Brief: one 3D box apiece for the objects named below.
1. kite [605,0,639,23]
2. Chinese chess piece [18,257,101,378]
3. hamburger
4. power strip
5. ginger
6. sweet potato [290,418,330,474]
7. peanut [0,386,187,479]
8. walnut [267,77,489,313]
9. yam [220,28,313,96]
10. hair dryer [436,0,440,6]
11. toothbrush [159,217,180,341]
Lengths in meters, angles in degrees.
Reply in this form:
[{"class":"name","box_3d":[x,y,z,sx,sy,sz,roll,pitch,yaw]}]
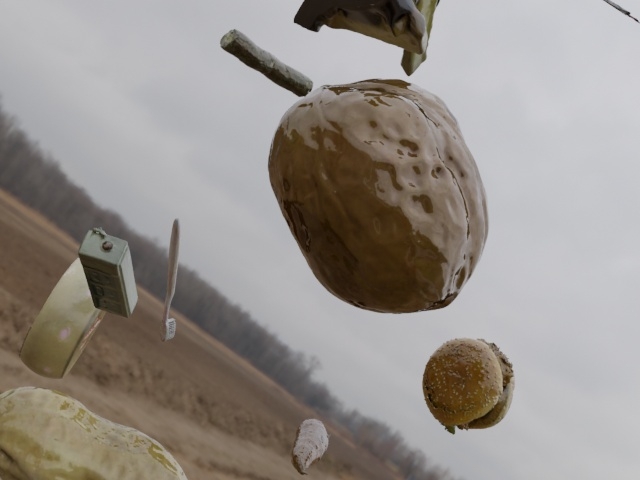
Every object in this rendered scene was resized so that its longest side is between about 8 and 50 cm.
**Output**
[{"class":"kite","box_3d":[0.664,-0.522,2.070,0.189,0.009,0.232,34,20,3]},{"class":"Chinese chess piece","box_3d":[-0.501,0.158,1.861,0.097,0.251,0.251,30,-7,-5]},{"class":"hamburger","box_3d":[0.298,0.283,1.844,0.118,0.190,0.182,27,45,-56]},{"class":"power strip","box_3d":[-0.368,0.064,1.620,0.078,0.052,0.272,18,-28,2]},{"class":"ginger","box_3d":[0.131,-0.551,1.885,0.211,0.414,0.358,10,-14,-40]},{"class":"sweet potato","box_3d":[-0.016,0.397,1.804,0.314,0.072,0.066,-70,142,-87]},{"class":"peanut","box_3d":[-0.300,0.293,1.198,0.313,0.149,0.149,26,-9,4]},{"class":"walnut","box_3d":[0.095,-0.068,1.453,0.354,0.308,0.398,-21,82,-54]},{"class":"yam","box_3d":[-0.123,-0.410,2.160,0.252,0.061,0.061,27,0,-39]},{"class":"hair dryer","box_3d":[0.190,-0.577,1.962,0.117,0.064,0.182,22,-37,32]},{"class":"toothbrush","box_3d":[-0.309,0.086,1.941,0.029,0.307,0.025,-15,39,-37]}]
